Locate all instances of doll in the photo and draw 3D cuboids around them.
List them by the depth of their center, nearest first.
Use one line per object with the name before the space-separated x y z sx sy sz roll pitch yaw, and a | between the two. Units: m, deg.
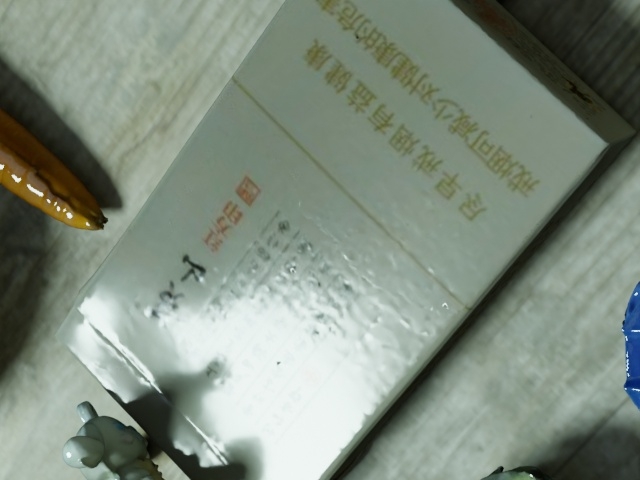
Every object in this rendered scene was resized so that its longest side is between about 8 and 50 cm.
doll | -0.123 0.154 1.248 0.071 0.135 0.113 -36 101 2

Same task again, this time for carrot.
carrot | -0.252 -0.083 1.301 0.271 0.062 0.066 22 80 20

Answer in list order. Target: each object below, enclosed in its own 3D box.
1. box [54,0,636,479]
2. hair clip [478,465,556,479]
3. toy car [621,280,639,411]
box | 0.000 0.000 1.177 0.204 0.051 0.365 45 120 12
hair clip | 0.064 0.268 1.192 0.138 0.091 0.321 46 110 11
toy car | 0.260 0.065 1.037 0.216 0.063 0.103 2 103 30
